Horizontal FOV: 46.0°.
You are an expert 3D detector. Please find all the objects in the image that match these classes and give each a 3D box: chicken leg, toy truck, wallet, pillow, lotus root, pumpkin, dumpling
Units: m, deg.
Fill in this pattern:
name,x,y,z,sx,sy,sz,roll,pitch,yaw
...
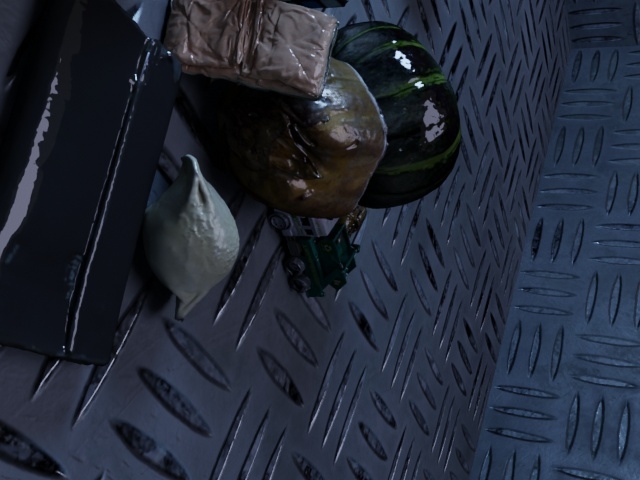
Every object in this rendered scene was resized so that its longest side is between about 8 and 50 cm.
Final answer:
name,x,y,z,sx,sy,sz,roll,pitch,yaw
chicken leg,0.046,-0.032,1.489,0.085,0.069,0.197,84,25,-73
toy truck,0.000,0.000,1.338,0.110,0.116,0.215,-57,141,-42
wallet,-0.274,-0.070,0.866,0.228,0.062,0.405,36,63,-59
pillow,-0.097,-0.268,1.009,0.043,0.233,0.126,71,32,-81
lotus root,-0.044,-0.153,1.123,0.192,0.272,0.272,-14,107,-51
pumpkin,0.097,-0.212,1.289,0.323,0.242,0.323,159,-90,-80
dumpling,-0.176,-0.017,1.010,0.166,0.126,0.215,-113,-176,-60

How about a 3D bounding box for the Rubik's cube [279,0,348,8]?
name,x,y,z,sx,sy,sz,roll,pitch,yaw
Rubik's cube,-0.066,-0.448,1.076,0.187,0.182,0.184,14,82,-62
